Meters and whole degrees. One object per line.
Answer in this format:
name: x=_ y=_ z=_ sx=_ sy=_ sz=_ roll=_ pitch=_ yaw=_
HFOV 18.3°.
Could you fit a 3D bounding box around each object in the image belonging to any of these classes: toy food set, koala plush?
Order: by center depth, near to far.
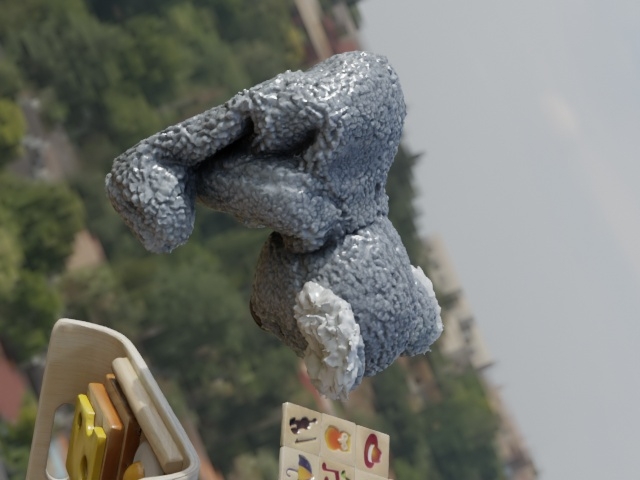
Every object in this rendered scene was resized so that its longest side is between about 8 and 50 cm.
koala plush: x=0.000 y=0.000 z=1.406 sx=0.196 sy=0.203 sz=0.221 roll=-15 pitch=80 yaw=-64
toy food set: x=-0.182 y=0.216 z=1.535 sx=0.306 sy=0.092 sz=0.220 roll=-132 pitch=-130 yaw=-62

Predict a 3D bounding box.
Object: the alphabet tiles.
alphabet tiles: x=0.008 y=0.262 z=1.672 sx=0.198 sy=0.009 sz=0.237 roll=21 pitch=59 yaw=-34
